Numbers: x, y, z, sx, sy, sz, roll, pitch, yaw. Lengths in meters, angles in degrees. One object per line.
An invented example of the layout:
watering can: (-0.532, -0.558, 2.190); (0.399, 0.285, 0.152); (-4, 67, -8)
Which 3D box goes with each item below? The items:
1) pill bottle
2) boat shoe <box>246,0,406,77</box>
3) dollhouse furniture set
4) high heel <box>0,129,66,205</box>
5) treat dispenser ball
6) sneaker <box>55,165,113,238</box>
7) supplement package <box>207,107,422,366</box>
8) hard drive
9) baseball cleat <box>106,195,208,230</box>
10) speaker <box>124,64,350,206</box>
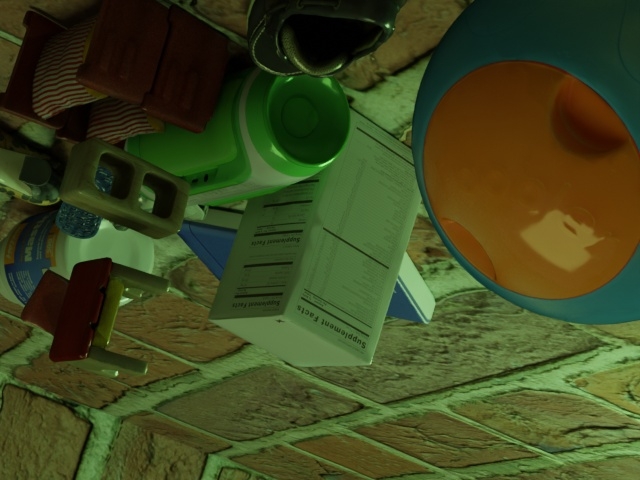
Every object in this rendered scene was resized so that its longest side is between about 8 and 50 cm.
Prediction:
pill bottle: (-0.369, 0.029, 2.308); (0.152, 0.152, 0.272); (30, 158, -31)
boat shoe: (-0.003, -0.192, 1.432); (0.102, 0.092, 0.285); (25, 160, -20)
dollhouse furniture set: (-0.241, -0.056, 1.612); (0.152, 0.374, 0.201); (25, 159, -31)
high heel: (-0.456, -0.119, 2.098); (0.261, 0.093, 0.186); (25, 175, 1)
treat dispenser ball: (0.215, -0.079, 1.246); (0.288, 0.288, 0.288); (16, 161, 6)
sneaker: (-0.266, -0.097, 1.988); (0.081, 0.090, 0.232); (25, 139, -16)
supplement package: (0.000, 0.000, 1.735); (0.139, 0.244, 0.133); (32, 157, -33)
hard drive: (-0.022, 0.031, 2.162); (0.318, 0.040, 0.210); (10, 160, 23)
baseball cleat: (-0.208, -0.044, 2.080); (0.109, 0.072, 0.206); (18, 166, -19)
speaker: (-0.096, -0.109, 1.701); (0.131, 0.131, 0.296); (29, 159, -29)
